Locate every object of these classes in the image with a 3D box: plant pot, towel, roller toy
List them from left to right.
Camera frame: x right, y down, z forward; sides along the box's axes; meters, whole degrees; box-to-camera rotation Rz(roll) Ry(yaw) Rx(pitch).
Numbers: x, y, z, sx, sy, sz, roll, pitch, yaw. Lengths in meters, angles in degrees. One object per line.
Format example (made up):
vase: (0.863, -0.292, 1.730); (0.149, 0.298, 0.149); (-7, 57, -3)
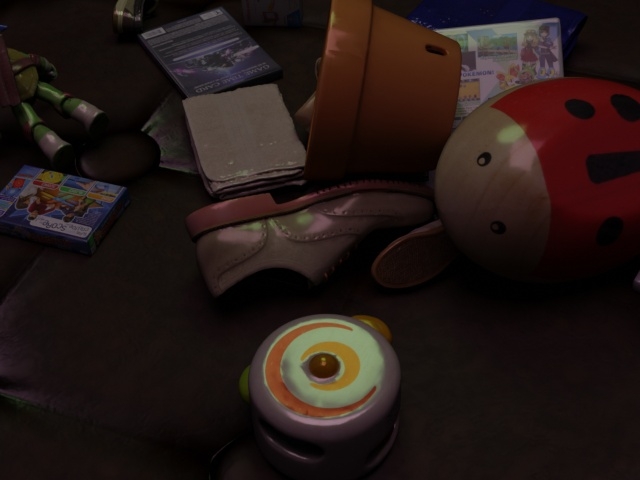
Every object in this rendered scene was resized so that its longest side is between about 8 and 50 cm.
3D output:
towel: (-0.132, -0.178, 1.589); (0.187, 0.049, 0.282); (-11, 45, -10)
roller toy: (0.009, 0.194, 1.140); (0.209, 0.146, 0.191); (-12, 46, -10)
plant pot: (0.094, -0.219, 1.376); (0.203, 0.291, 0.291); (10, 46, -2)
towel: (0.339, -0.408, 1.773); (0.308, 0.076, 0.228); (26, 54, 23)

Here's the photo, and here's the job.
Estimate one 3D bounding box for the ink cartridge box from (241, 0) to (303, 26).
ink cartridge box: (-0.101, -0.493, 1.871); (0.122, 0.088, 0.052); (3, 48, 7)

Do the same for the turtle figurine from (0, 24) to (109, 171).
turtle figurine: (-0.527, -0.232, 1.625); (0.266, 0.275, 0.198); (37, 32, 9)

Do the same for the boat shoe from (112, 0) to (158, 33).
boat shoe: (-0.380, -0.504, 1.911); (0.073, 0.080, 0.223); (12, 44, -2)

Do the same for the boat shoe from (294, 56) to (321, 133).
boat shoe: (0.053, -0.308, 1.632); (0.110, 0.121, 0.341); (36, 48, -15)

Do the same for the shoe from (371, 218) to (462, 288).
shoe: (0.169, 0.014, 1.383); (0.219, 0.058, 0.076); (-26, 91, -18)

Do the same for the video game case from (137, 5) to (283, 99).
video game case: (-0.224, -0.371, 1.802); (0.196, 0.026, 0.274); (-23, 50, -19)

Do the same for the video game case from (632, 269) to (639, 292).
video game case: (0.611, 0.047, 1.345); (0.227, 0.026, 0.206); (24, 51, 25)

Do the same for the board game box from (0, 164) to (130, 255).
board game box: (-0.435, -0.052, 1.486); (0.201, 0.035, 0.136); (13, 47, 15)

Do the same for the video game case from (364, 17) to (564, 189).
video game case: (0.237, -0.217, 1.496); (0.329, 0.036, 0.300); (-3, 72, 13)

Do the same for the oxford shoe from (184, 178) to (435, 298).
oxford shoe: (0.000, 0.000, 1.377); (0.397, 0.140, 0.146); (-11, 77, -15)

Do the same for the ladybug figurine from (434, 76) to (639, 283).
ladybug figurine: (0.382, -0.098, 1.312); (0.449, 0.162, 0.305); (-16, 90, -23)
